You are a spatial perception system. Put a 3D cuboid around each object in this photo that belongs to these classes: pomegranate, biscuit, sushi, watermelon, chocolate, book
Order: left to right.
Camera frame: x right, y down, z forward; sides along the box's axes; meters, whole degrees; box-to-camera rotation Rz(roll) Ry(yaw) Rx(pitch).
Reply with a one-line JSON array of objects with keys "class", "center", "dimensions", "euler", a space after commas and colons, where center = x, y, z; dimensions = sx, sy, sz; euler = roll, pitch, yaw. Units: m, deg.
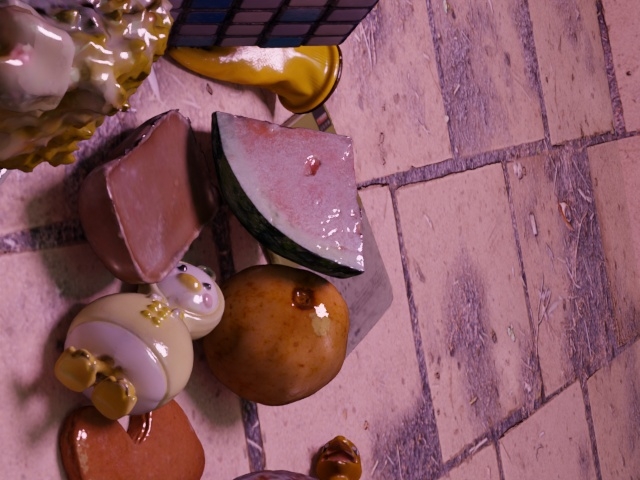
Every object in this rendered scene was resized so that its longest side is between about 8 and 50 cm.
[{"class": "sushi", "center": [-0.321, -0.225, 0.999], "dimensions": [0.396, 0.240, 0.352], "euler": [4, 62, -50]}, {"class": "biscuit", "center": [-0.208, 0.242, 1.370], "dimensions": [0.192, 0.036, 0.186], "euler": [-50, 123, -52]}, {"class": "chocolate", "center": [-0.208, -0.050, 1.386], "dimensions": [0.261, 0.083, 0.161], "euler": [-54, 131, -63]}, {"class": "pomegranate", "center": [-0.060, 0.119, 1.518], "dimensions": [0.196, 0.196, 0.196], "euler": [18, 68, -56]}, {"class": "watermelon", "center": [-0.042, -0.073, 1.533], "dimensions": [0.176, 0.260, 0.256], "euler": [-37, 100, -17]}, {"class": "book", "center": [0.000, 0.000, 1.758], "dimensions": [0.239, 0.035, 0.352], "euler": [-45, 121, -49]}]

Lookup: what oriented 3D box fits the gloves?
[{"class": "gloves", "center": [-0.106, -0.271, 1.594], "dimensions": [0.294, 0.116, 0.133], "euler": [23, 59, -46]}]

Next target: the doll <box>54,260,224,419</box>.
[{"class": "doll", "center": [-0.188, 0.095, 1.352], "dimensions": [0.141, 0.117, 0.296], "euler": [31, 38, 4]}]

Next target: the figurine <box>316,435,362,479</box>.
[{"class": "figurine", "center": [0.026, 0.363, 1.686], "dimensions": [0.122, 0.121, 0.176], "euler": [88, 6, -53]}]

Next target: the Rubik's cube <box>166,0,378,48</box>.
[{"class": "Rubik's cube", "center": [-0.087, -0.390, 1.366], "dimensions": [0.293, 0.291, 0.287], "euler": [148, -62, -78]}]

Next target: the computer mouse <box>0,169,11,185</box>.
[{"class": "computer mouse", "center": [-0.334, -0.108, 1.219], "dimensions": [0.089, 0.056, 0.182], "euler": [41, 52, -18]}]

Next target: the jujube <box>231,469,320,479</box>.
[{"class": "jujube", "center": [-0.074, 0.388, 1.386], "dimensions": [0.308, 0.215, 0.247], "euler": [23, 92, -61]}]
